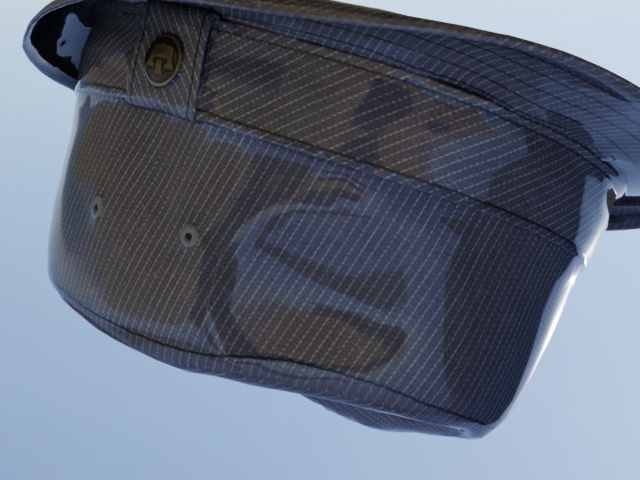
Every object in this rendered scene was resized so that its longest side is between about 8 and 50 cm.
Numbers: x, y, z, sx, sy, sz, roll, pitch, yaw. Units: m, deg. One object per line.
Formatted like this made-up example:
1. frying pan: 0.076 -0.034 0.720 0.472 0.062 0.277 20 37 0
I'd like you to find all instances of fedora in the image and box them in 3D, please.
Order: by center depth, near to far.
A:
1. fedora: 0.000 0.000 0.517 0.275 0.124 0.244 15 173 29
